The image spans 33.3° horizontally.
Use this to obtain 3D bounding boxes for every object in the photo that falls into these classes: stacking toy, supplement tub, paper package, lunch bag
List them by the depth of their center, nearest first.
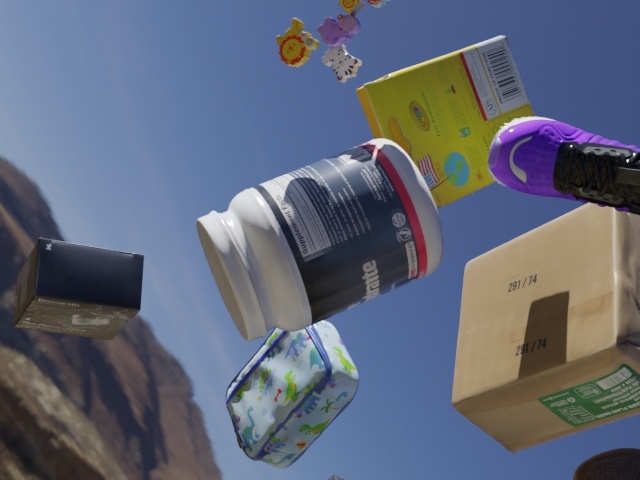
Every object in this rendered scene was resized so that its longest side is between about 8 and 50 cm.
[{"bbox_3d":[0.000,0.000,1.357,0.191,0.272,0.191,157,-90,-79],"label":"supplement tub"},{"bbox_3d":[0.054,-0.305,1.401,0.052,0.221,0.167,48,17,16],"label":"stacking toy"},{"bbox_3d":[0.377,0.132,1.653,0.168,0.309,0.325,34,-42,-27],"label":"paper package"},{"bbox_3d":[-0.051,0.228,1.656,0.090,0.219,0.176,25,25,-36],"label":"lunch bag"}]

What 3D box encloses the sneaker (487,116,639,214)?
[{"bbox_3d":[0.365,-0.093,1.392,0.146,0.293,0.102,27,-73,64],"label":"sneaker"}]

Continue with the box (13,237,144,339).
[{"bbox_3d":[-0.359,0.075,1.581,0.158,0.156,0.093,140,-45,-56],"label":"box"}]

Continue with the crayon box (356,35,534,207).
[{"bbox_3d":[0.182,-0.165,1.561,0.081,0.318,0.202,-16,-84,50],"label":"crayon box"}]

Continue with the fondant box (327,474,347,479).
[{"bbox_3d":[-0.029,0.531,1.508,0.096,0.330,0.238,39,11,-41],"label":"fondant box"}]

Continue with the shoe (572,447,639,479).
[{"bbox_3d":[0.413,0.290,1.287,0.058,0.219,0.076,81,4,-59],"label":"shoe"}]
